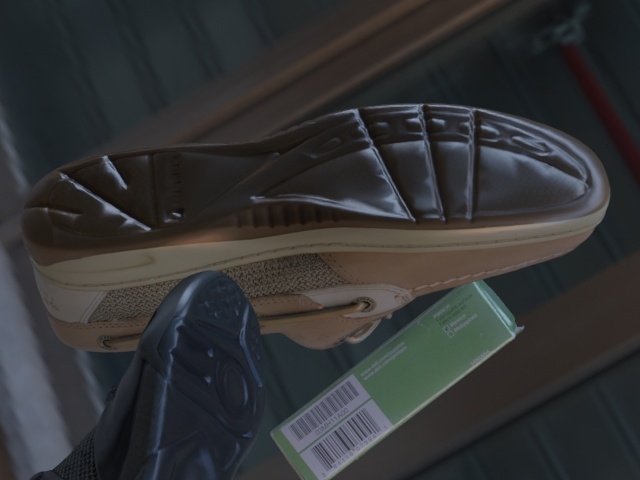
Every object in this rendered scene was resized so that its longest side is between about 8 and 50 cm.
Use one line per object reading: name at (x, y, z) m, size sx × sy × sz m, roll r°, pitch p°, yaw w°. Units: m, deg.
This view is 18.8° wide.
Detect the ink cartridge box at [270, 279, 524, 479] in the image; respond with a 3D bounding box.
ink cartridge box at (0.061, 0.095, 1.360) m, size 0.056 × 0.171 × 0.235 m, roll 52°, pitch 5°, yaw 4°

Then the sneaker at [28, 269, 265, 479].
sneaker at (-0.104, 0.115, 0.940) m, size 0.087 × 0.130 × 0.227 m, roll 46°, pitch 45°, yaw -39°

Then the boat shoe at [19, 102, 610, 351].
boat shoe at (0.000, 0.000, 1.146) m, size 0.121 × 0.341 × 0.110 m, roll -89°, pitch 173°, yaw -51°
